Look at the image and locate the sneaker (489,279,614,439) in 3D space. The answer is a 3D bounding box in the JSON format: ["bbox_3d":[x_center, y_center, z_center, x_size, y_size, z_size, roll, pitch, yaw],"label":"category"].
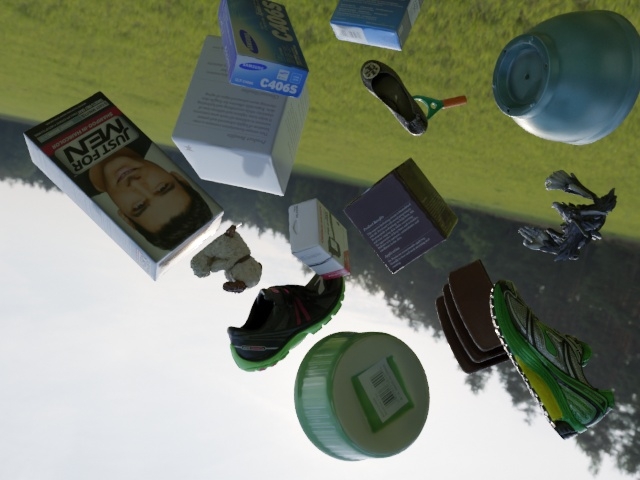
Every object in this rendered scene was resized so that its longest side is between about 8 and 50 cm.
[{"bbox_3d":[0.471,0.226,1.084,0.134,0.146,0.343,45,-162,-57],"label":"sneaker"}]

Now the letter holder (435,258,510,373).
[{"bbox_3d":[0.495,0.254,1.695,0.215,0.301,0.152,-25,141,13],"label":"letter holder"}]

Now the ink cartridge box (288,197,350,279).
[{"bbox_3d":[0.000,0.000,1.644,0.100,0.171,0.237,-16,149,21],"label":"ink cartridge box"}]

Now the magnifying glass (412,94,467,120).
[{"bbox_3d":[0.374,-0.439,1.683,0.231,0.092,0.026,-16,174,-16],"label":"magnifying glass"}]

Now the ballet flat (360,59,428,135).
[{"bbox_3d":[0.190,-0.374,1.341,0.249,0.084,0.058,54,-163,9],"label":"ballet flat"}]

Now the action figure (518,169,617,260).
[{"bbox_3d":[0.472,-0.038,1.001,0.141,0.164,0.276,34,-174,21],"label":"action figure"}]

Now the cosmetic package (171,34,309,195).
[{"bbox_3d":[-0.249,-0.416,1.752,0.330,0.393,0.327,12,165,8],"label":"cosmetic package"}]

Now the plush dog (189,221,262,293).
[{"bbox_3d":[-0.304,0.078,1.889,0.225,0.211,0.262,52,-144,0],"label":"plush dog"}]

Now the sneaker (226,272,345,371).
[{"bbox_3d":[-0.096,0.213,1.654,0.185,0.202,0.483,-9,-156,50],"label":"sneaker"}]

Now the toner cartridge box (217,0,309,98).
[{"bbox_3d":[-0.144,-0.475,1.223,0.165,0.075,0.347,5,-136,-23],"label":"toner cartridge box"}]

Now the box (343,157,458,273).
[{"bbox_3d":[0.201,-0.063,1.266,0.203,0.168,0.167,53,-149,-1],"label":"box"}]

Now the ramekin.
[{"bbox_3d":[0.105,0.352,1.189,0.304,0.303,0.148,8,160,-26],"label":"ramekin"}]

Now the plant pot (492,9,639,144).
[{"bbox_3d":[0.513,-0.361,1.143,0.196,0.292,0.293,-4,-168,-22],"label":"plant pot"}]

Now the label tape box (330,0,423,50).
[{"bbox_3d":[0.210,-0.802,1.667,0.241,0.333,0.106,21,173,25],"label":"label tape box"}]

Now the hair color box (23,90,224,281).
[{"bbox_3d":[-0.404,-0.116,1.080,0.374,0.185,0.113,44,150,3],"label":"hair color box"}]
